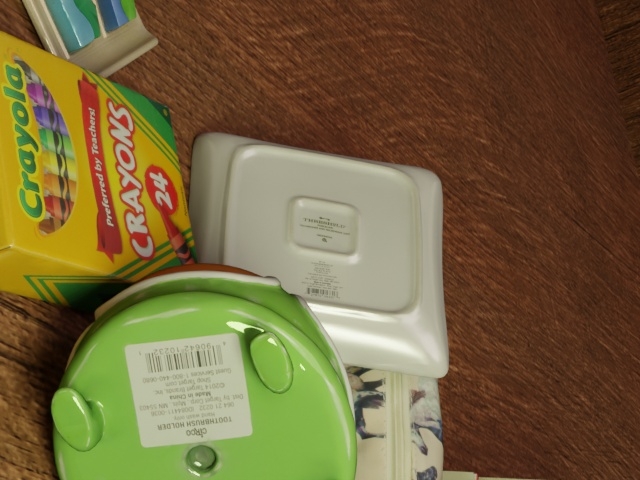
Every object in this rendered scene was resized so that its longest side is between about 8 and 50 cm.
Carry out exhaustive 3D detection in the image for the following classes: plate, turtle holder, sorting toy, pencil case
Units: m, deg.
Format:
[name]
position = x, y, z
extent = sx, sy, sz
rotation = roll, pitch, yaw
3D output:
[plate]
position = 0.000, 0.000, 1.479
extent = 0.277, 0.045, 0.278
rotation = 10, 49, -10
[turtle holder]
position = -0.071, 0.164, 1.187
extent = 0.320, 0.243, 0.227
rotation = 51, 12, -16
[sorting toy]
position = -0.241, -0.264, 1.418
extent = 0.208, 0.038, 0.193
rotation = 62, 25, -13
[pencil case]
position = 0.054, 0.196, 1.476
extent = 0.160, 0.183, 0.410
rotation = 20, 48, -24

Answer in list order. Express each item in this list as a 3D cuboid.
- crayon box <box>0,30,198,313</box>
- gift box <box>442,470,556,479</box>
[crayon box]
position = -0.230, -0.052, 1.220
extent = 0.318, 0.081, 0.202
rotation = 19, 54, -58
[gift box]
position = 0.222, 0.388, 1.544
extent = 0.255, 0.258, 0.276
rotation = 54, 40, -66
